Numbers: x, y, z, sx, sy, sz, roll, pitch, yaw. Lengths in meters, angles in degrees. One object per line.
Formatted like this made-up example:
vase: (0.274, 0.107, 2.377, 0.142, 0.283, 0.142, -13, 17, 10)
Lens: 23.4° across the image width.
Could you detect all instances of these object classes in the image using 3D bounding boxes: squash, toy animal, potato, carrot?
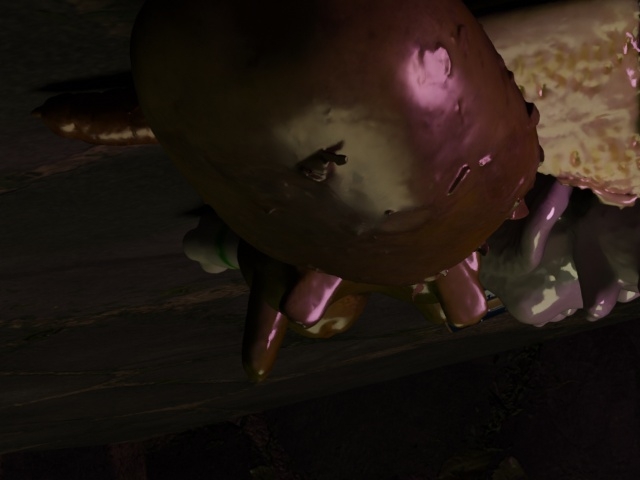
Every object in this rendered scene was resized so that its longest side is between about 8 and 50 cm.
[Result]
squash: (0.083, -0.086, 1.012, 0.252, 0.169, 0.093, -12, -145, 1)
toy animal: (0.246, -0.017, 1.406, 0.289, 0.174, 0.249, -17, 180, 23)
toy animal: (0.006, 0.017, 1.286, 0.181, 0.180, 0.363, -9, 171, -16)
potato: (0.020, -0.058, 0.863, 0.192, 0.141, 0.296, -15, 151, 24)
carrot: (-0.066, -0.085, 1.021, 0.248, 0.059, 0.059, -3, 167, -25)

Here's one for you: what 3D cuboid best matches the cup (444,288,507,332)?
cup: (0.184, 0.002, 1.613, 0.155, 0.131, 0.176, -17, 144, 9)
